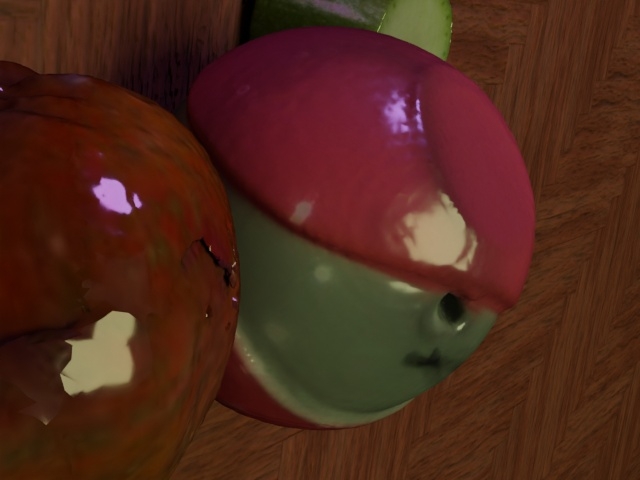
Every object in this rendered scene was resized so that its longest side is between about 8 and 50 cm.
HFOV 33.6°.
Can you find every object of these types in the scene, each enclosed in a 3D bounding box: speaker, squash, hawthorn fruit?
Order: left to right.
[{"bbox_3d":[-0.177,0.059,0.526,0.276,0.276,0.307,-44,153,-41],"label":"hawthorn fruit"},{"bbox_3d":[0.000,0.000,0.761,0.294,0.294,0.294,-32,130,-49],"label":"speaker"},{"bbox_3d":[0.025,-0.172,0.873,0.170,0.123,0.170,-33,134,-42],"label":"squash"}]
